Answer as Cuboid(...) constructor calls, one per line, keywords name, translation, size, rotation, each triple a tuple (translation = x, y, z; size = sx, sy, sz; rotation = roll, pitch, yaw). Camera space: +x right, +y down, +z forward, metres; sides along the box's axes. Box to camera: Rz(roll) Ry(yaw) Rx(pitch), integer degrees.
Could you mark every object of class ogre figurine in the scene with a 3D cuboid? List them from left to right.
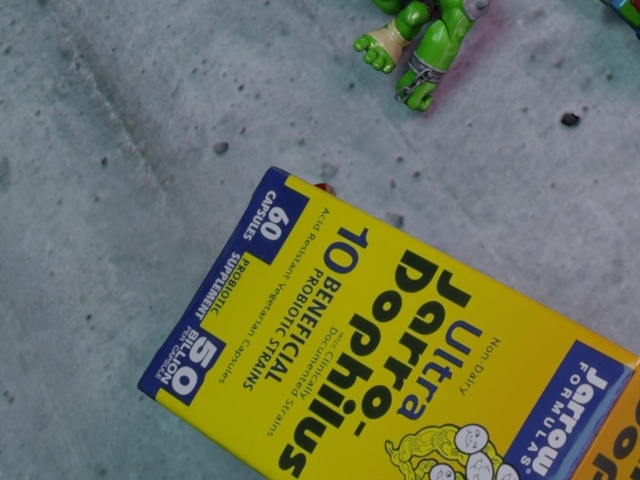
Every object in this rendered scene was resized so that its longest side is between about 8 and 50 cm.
Cuboid(name="ogre figurine", translation=(0.082, -0.218, 1.517), size=(0.118, 0.097, 0.197), rotation=(-42, 32, 36))

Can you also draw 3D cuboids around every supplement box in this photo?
Cuboid(name="supplement box", translation=(0.080, 0.122, 1.273), size=(0.356, 0.195, 0.194), rotation=(28, 86, 41))

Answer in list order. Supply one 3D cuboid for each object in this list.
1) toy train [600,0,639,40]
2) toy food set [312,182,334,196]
Cuboid(name="toy train", translation=(0.313, -0.245, 1.360), size=(0.248, 0.105, 0.143), rotation=(-48, 35, 7))
Cuboid(name="toy food set", translation=(0.000, 0.000, 1.513), size=(0.078, 0.019, 0.122), rotation=(-27, 47, 23))
